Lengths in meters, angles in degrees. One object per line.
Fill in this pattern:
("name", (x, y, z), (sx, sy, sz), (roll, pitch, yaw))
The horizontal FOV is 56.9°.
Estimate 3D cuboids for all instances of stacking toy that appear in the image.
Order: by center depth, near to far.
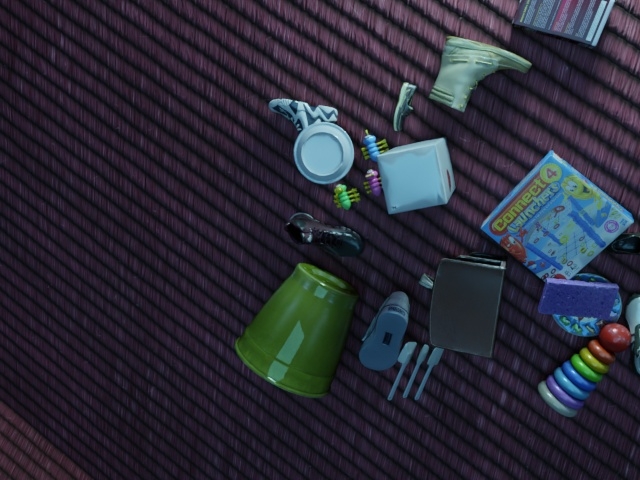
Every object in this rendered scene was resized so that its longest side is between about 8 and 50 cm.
("stacking toy", (0.835, 0.390, 1.837), (0.141, 0.141, 0.330), (36, 111, 7))

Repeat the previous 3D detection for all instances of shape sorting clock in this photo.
("shape sorting clock", (0.829, 0.203, 1.847), (0.206, 0.040, 0.206), (4, 104, 16))

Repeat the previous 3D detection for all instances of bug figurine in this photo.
("bug figurine", (0.105, -0.224, 1.955), (0.279, 0.072, 0.216), (-22, 96, 21))

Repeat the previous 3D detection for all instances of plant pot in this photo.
("plant pot", (-0.049, 0.279, 2.002), (0.367, 0.366, 0.352), (29, 99, 9))

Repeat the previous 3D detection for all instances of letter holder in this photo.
("letter holder", (0.471, 0.196, 1.902), (0.215, 0.152, 0.301), (8, 105, 18))

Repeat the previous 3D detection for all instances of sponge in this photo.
("sponge", (0.778, 0.177, 1.787), (0.210, 0.031, 0.117), (5, 119, 5))

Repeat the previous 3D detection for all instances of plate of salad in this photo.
("plate of salad", (0.011, -0.283, 1.911), (0.200, 0.048, 0.199), (3, 105, 13))

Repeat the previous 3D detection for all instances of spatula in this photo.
("spatula", (0.321, 0.453, 2.034), (0.168, 0.019, 0.241), (6, 115, -29))

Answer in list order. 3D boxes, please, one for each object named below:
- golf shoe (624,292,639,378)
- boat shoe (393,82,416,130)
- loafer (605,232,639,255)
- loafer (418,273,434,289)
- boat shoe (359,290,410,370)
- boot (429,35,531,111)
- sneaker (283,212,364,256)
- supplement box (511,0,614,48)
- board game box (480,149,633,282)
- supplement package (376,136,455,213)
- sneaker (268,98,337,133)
("golf shoe", (0.987, 0.295, 1.779), (0.105, 0.120, 0.272), (-7, 100, 21))
("boat shoe", (0.267, -0.419, 1.864), (0.049, 0.056, 0.152), (16, 107, 19))
("loafer", (0.957, 0.014, 1.739), (0.220, 0.078, 0.080), (-7, 101, 19))
("loafer", (0.392, 0.152, 1.973), (0.125, 0.045, 0.039), (25, 103, 13))
("boat shoe", (0.226, 0.296, 2.016), (0.136, 0.156, 0.367), (18, 137, 8))
("boot", (0.472, -0.479, 1.763), (0.262, 0.095, 0.203), (20, 108, 14))
("sneaker", (0.000, 0.000, 1.994), (0.282, 0.162, 0.106), (20, 108, 12))
("supplement box", (0.681, -0.641, 1.670), (0.240, 0.073, 0.130), (21, 108, 11))
("board game box", (0.705, -0.057, 1.782), (0.302, 0.086, 0.308), (40, 117, 4))
("supplement package", (0.296, -0.202, 1.781), (0.176, 0.293, 0.177), (-9, 101, 20))
("sneaker", (-0.068, -0.379, 1.958), (0.235, 0.094, 0.152), (11, 98, 4))
